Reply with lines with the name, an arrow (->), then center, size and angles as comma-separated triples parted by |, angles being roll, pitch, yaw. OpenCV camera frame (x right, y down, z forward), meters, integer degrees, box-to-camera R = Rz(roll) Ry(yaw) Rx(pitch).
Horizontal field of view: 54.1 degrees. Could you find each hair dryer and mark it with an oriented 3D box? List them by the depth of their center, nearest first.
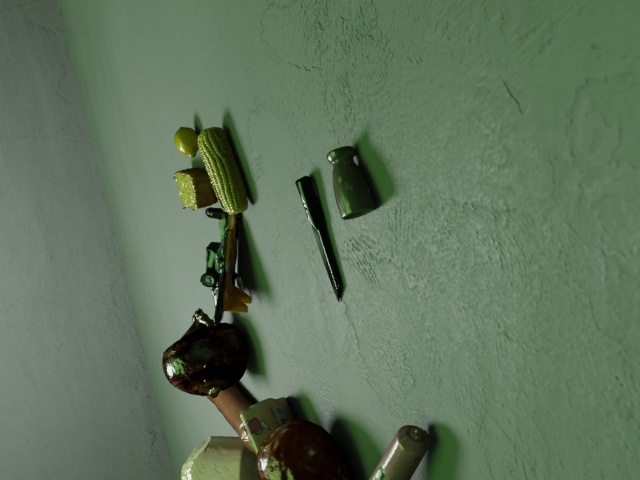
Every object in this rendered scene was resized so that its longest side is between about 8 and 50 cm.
hair dryer -> 0.076, 0.417, 1.018 | 0.125, 0.210, 0.353 | 54, 135, 43

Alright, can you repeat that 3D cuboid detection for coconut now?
coconut -> -0.253, 0.674, 1.777 | 0.239, 0.244, 0.239 | -2, -90, -80

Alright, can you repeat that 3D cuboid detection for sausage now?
sausage -> -0.237, 0.475, 1.769 | 0.419, 0.094, 0.094 | 24, 123, 58

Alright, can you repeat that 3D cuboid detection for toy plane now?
toy plane -> -0.229, 0.023, 1.469 | 0.204, 0.102, 0.316 | -78, -15, -70

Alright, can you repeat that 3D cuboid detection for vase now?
vase -> 0.042, -0.085, 0.922 | 0.053, 0.053, 0.101 | -33, 71, 63

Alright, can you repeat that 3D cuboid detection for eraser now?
eraser -> -0.071, 0.505, 1.414 | 0.291, 0.087, 0.171 | 62, -165, 21

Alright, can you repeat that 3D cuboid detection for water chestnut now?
water chestnut -> -0.308, 0.301, 1.673 | 0.238, 0.223, 0.223 | 65, 153, 9

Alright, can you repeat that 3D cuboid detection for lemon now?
lemon -> -0.328, -0.243, 1.547 | 0.062, 0.062, 0.083 | -25, 87, 64

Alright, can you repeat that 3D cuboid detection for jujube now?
jujube -> -0.015, 0.486, 1.253 | 0.255, 0.190, 0.190 | 58, 152, 9

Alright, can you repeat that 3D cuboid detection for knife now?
knife -> 0.000, 0.000, 1.097 | 0.060, 0.028, 0.231 | -179, 70, -76

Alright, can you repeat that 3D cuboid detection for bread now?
bread -> -0.324, -0.134, 1.606 | 0.187, 0.065, 0.103 | 7, 114, 61

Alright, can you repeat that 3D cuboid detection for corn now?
corn -> -0.212, -0.151, 1.365 | 0.072, 0.072, 0.203 | -34, 75, 63
